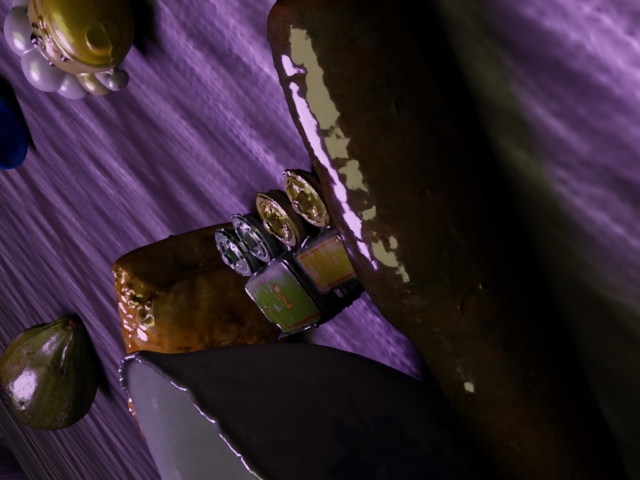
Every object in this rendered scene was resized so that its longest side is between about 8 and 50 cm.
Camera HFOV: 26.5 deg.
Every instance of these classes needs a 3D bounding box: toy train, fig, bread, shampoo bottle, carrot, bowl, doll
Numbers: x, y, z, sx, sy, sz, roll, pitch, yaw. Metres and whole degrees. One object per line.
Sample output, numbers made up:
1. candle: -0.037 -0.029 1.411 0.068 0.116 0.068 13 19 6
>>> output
1. toy train: 0.000 0.000 0.717 0.081 0.060 0.202 53 160 -2
2. fig: -0.315 0.145 1.613 0.123 0.123 0.156 48 119 28
3. bread: -0.080 0.071 0.929 0.211 0.114 0.083 94 157 -58
4. shampoo bottle: -0.353 -0.143 1.350 0.183 0.050 0.087 40 155 42
5. carrot: 0.068 0.039 0.606 0.342 0.070 0.070 63 160 -15
6. bowl: 0.038 0.159 0.717 0.313 0.146 0.313 50 160 26
7. doll: -0.167 -0.142 0.904 0.106 0.062 0.162 67 160 -6
